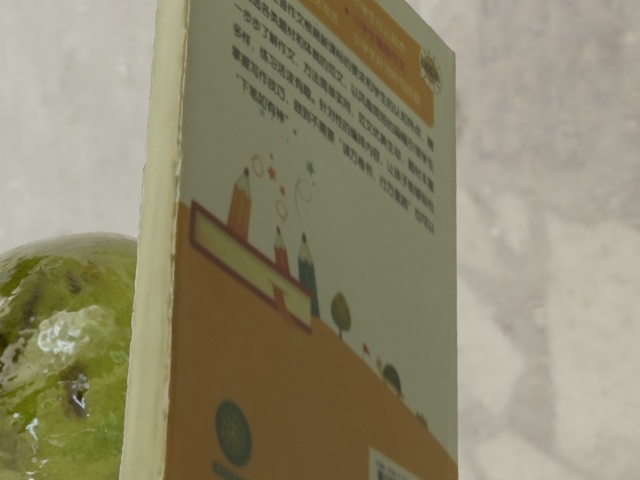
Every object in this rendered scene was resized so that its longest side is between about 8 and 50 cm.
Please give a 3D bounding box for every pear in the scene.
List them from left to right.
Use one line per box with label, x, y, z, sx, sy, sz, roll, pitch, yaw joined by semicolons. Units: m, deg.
pear;-0.163;0.098;1.314;0.212;0.269;0.212;8;111;22

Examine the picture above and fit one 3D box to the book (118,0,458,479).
book;0.000;0.000;0.759;0.020;0.208;0.295;-16;56;28
